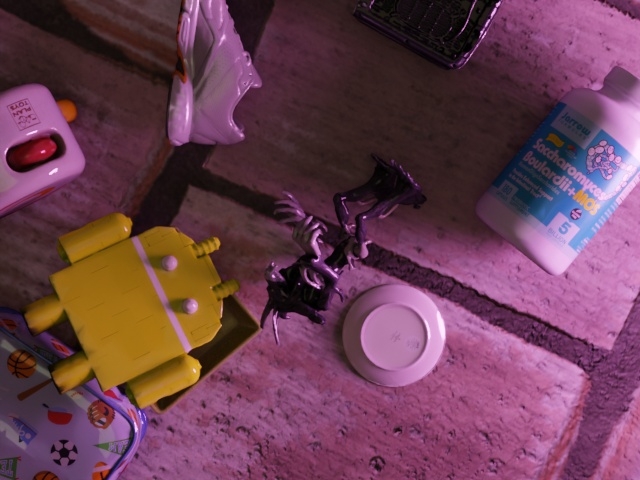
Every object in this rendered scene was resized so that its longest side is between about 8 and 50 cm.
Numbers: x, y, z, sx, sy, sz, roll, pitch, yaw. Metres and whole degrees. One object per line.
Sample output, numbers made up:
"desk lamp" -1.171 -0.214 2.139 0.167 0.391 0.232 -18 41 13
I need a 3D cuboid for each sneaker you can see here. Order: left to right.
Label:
"sneaker" -0.133 -0.250 1.863 0.121 0.099 0.262 7 102 -6

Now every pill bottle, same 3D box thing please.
"pill bottle" 0.332 -0.095 1.827 0.146 0.146 0.264 38 94 -1

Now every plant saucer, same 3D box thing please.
"plant saucer" -0.206 0.106 1.909 0.188 0.045 0.188 -41 92 4

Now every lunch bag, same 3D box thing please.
"lunch bag" -0.406 0.248 1.894 0.303 0.115 0.243 36 97 -2

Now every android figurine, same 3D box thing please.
"android figurine" -0.240 0.086 1.829 0.273 0.056 0.248 -24 87 -10

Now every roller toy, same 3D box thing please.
"roller toy" -0.414 -0.115 1.824 0.209 0.191 0.146 -27 92 4

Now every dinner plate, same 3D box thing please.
"dinner plate" 0.100 0.130 1.917 0.141 0.017 0.141 0 96 1

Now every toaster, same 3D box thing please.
"toaster" 0.156 -0.322 1.831 0.185 0.110 0.168 29 95 0

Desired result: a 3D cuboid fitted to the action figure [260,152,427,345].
"action figure" 0.000 0.000 1.841 0.276 0.164 0.141 -46 121 -3
